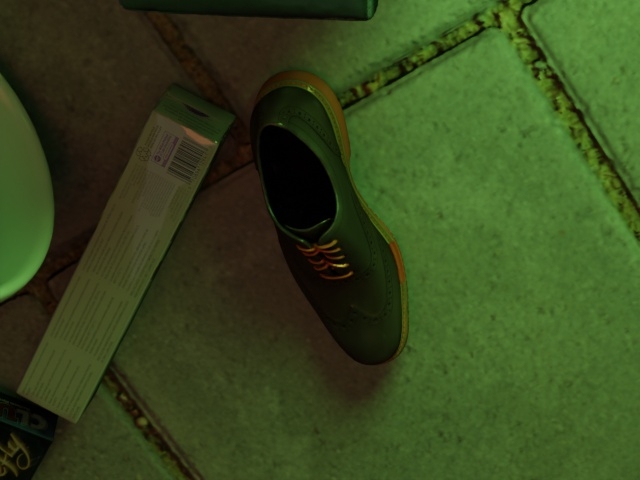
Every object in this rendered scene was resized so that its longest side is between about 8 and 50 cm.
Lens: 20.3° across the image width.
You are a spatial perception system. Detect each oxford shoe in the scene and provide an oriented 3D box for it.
[{"bbox_3d":[0.000,0.000,1.481,0.097,0.098,0.271,-16,113,19],"label":"oxford shoe"}]

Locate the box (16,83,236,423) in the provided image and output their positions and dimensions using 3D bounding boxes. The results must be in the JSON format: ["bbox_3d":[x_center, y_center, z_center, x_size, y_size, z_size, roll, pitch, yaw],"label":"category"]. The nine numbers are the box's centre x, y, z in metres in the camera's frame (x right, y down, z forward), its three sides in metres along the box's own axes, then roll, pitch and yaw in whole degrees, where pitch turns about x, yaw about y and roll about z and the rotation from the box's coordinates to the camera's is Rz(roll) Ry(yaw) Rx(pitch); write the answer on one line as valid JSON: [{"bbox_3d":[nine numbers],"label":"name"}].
[{"bbox_3d":[-0.171,0.016,1.546,0.067,0.063,0.324,28,119,-2],"label":"box"}]

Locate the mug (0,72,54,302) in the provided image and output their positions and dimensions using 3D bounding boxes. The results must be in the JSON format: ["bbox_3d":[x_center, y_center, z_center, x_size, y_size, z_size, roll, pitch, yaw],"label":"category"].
[{"bbox_3d":[-0.448,-0.051,1.479,0.328,0.276,0.374,-29,78,31],"label":"mug"}]

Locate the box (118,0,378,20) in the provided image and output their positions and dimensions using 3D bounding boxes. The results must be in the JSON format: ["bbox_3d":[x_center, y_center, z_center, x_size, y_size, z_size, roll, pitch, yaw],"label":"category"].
[{"bbox_3d":[-0.027,-0.336,1.203,0.182,0.294,0.296,3,117,10],"label":"box"}]

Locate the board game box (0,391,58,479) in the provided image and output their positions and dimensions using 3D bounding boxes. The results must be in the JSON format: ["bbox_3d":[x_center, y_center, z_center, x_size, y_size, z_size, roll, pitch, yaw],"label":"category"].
[{"bbox_3d":[-0.372,0.232,1.693,0.165,0.042,0.243,23,120,-14],"label":"board game box"}]
